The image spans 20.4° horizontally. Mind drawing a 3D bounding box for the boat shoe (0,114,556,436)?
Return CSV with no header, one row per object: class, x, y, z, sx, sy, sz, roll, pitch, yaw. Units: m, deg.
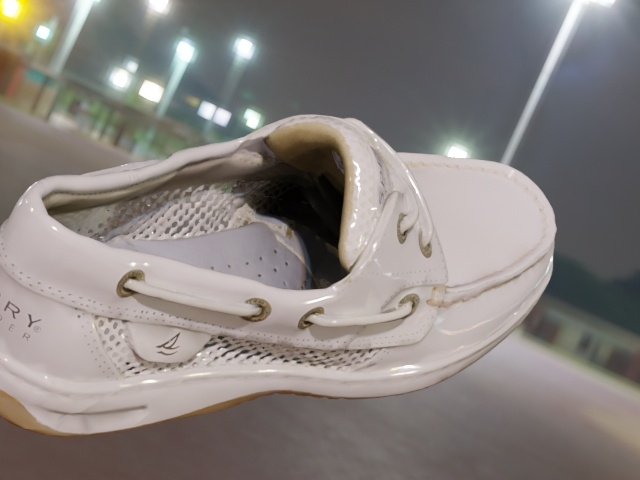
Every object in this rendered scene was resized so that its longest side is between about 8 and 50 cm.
boat shoe,0.000,0.000,0.668,0.277,0.096,0.098,-13,53,-41
